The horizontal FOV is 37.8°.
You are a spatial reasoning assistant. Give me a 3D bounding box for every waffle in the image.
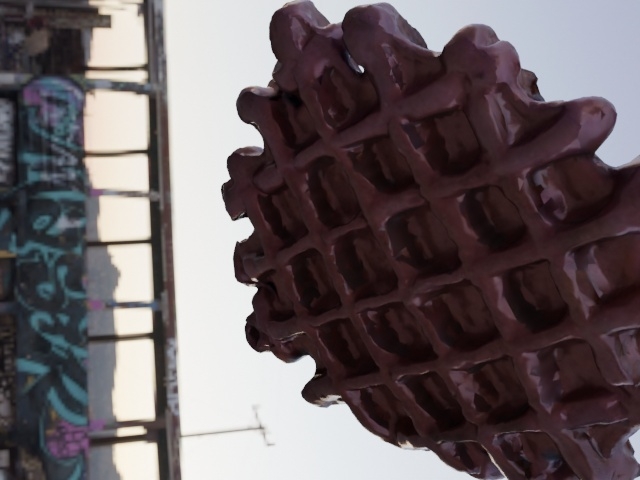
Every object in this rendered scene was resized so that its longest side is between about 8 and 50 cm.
[{"bbox_3d":[0.050,0.013,0.404,0.234,0.055,0.221,28,-50,24],"label":"waffle"}]

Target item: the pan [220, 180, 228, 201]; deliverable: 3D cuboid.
[{"bbox_3d":[0.000,0.000,0.765,0.235,0.028,0.136,22,-45,32],"label":"pan"}]
